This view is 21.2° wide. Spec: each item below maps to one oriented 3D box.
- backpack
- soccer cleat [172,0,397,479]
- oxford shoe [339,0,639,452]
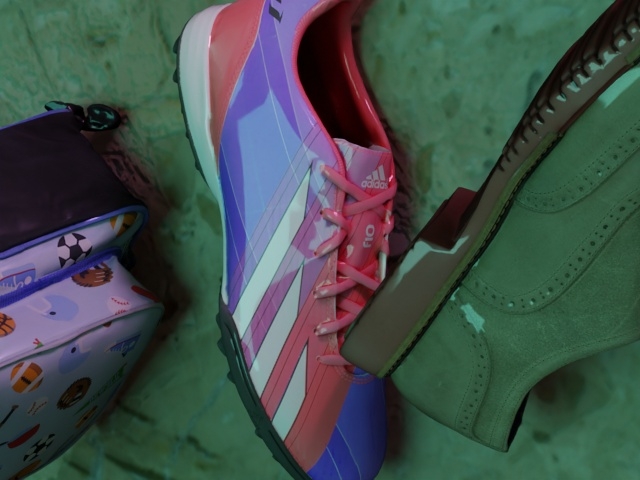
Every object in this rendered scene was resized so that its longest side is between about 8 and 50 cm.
[{"bbox_3d":[-0.250,0.062,1.164,0.213,0.277,0.263,58,139,17],"label":"backpack"},{"bbox_3d":[0.000,0.000,1.041,0.116,0.109,0.318,-15,86,35],"label":"soccer cleat"},{"bbox_3d":[0.152,-0.024,0.899,0.130,0.123,0.348,39,127,2],"label":"oxford shoe"}]
